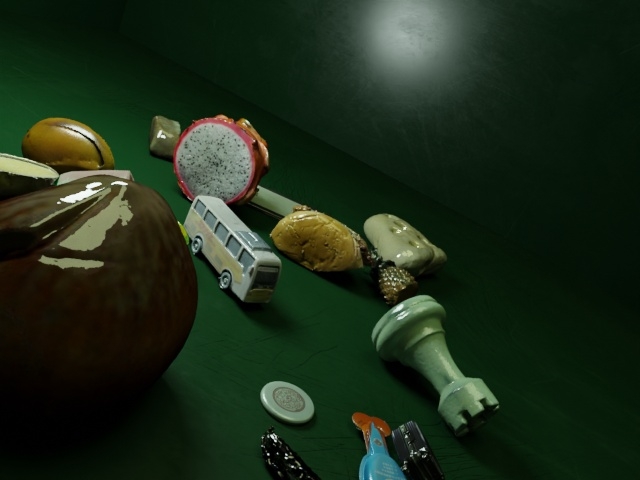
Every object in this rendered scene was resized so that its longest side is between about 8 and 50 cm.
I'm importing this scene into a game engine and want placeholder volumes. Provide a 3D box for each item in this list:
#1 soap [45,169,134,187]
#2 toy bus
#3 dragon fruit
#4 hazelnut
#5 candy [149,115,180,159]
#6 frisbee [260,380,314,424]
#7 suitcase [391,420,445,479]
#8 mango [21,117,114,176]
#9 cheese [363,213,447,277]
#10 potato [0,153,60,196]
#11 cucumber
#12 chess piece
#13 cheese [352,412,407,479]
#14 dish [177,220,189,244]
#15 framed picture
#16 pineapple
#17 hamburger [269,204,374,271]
[{"bbox_3d":[-0.495,-0.049,1.173,0.217,0.098,0.273,-7,38,-8],"label":"soap"},{"bbox_3d":[-0.225,0.018,1.372,0.097,0.138,0.342,8,25,-45],"label":"toy bus"},{"bbox_3d":[-0.297,-0.250,1.754,0.305,0.306,0.226,28,13,5],"label":"dragon fruit"},{"bbox_3d":[-0.369,0.070,0.822,0.358,0.360,0.409,26,11,0],"label":"hazelnut"},{"bbox_3d":[-0.562,-0.374,1.980,0.104,0.102,0.234,16,20,-25],"label":"candy"},{"bbox_3d":[-0.062,0.306,1.039,0.110,0.014,0.110,22,21,-9],"label":"frisbee"},{"bbox_3d":[0.174,0.392,0.990,0.086,0.059,0.126,60,2,-12],"label":"suitcase"},{"bbox_3d":[-0.652,-0.228,1.427,0.235,0.167,0.136,23,25,-7],"label":"mango"},{"bbox_3d":[0.266,0.010,1.992,0.328,0.130,0.350,39,22,27],"label":"cheese"},{"bbox_3d":[-0.712,-0.140,1.262,0.164,0.081,0.200,28,16,30],"label":"potato"},{"bbox_3d":[-0.036,0.370,0.867,0.053,0.053,0.181,1,30,-49],"label":"cucumber"},{"bbox_3d":[0.270,0.292,1.263,0.194,0.195,0.299,6,37,-43],"label":"chess piece"},{"bbox_3d":[0.109,0.402,0.983,0.106,0.037,0.256,23,19,-14],"label":"cheese"},{"bbox_3d":[-0.398,-0.004,1.300,0.148,0.080,0.207,4,28,-45],"label":"dish"},{"bbox_3d":[-0.119,-0.114,1.999,0.346,0.016,0.265,24,21,-7],"label":"framed picture"},{"bbox_3d":[0.199,0.106,1.703,0.125,0.125,0.251,9,27,-38],"label":"pineapple"},{"bbox_3d":[0.000,0.000,1.658,0.281,0.246,0.155,-14,15,20],"label":"hamburger"}]
